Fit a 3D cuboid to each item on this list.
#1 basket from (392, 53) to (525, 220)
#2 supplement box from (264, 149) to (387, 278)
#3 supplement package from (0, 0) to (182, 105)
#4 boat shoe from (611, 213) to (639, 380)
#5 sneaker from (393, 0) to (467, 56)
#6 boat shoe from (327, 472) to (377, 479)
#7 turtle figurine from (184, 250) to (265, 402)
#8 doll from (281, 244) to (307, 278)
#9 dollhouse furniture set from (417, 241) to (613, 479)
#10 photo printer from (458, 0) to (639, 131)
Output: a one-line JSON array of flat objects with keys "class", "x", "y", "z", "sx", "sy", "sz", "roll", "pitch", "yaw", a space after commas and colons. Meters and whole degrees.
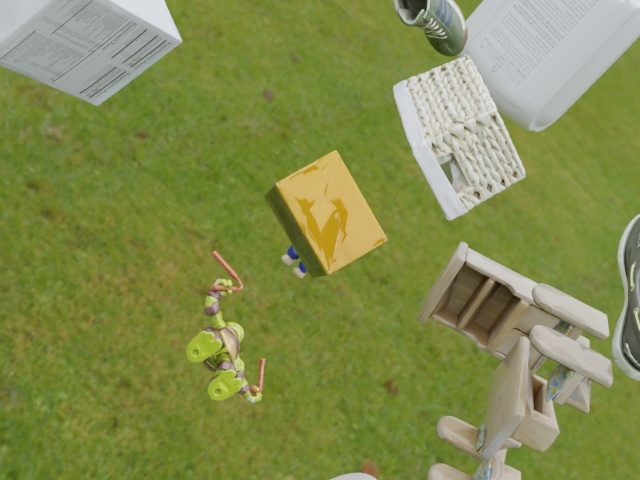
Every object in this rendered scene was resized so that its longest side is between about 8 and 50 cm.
[{"class": "basket", "x": 0.159, "y": -0.124, "z": 1.099, "sx": 0.113, "sy": 0.103, "sz": 0.167, "roll": 57, "pitch": 15, "yaw": -32}, {"class": "supplement box", "x": 0.005, "y": -0.044, "z": 1.787, "sx": 0.191, "sy": 0.129, "sz": 0.194, "roll": 60, "pitch": -11, "yaw": -1}, {"class": "supplement package", "x": -0.396, "y": -0.373, "z": 1.494, "sx": 0.263, "sy": 0.198, "sz": 0.199, "roll": 18, "pitch": 43, "yaw": -62}, {"class": "boat shoe", "x": 0.523, "y": 0.069, "z": 1.477, "sx": 0.109, "sy": 0.091, "sz": 0.305, "roll": 22, "pitch": 57, "yaw": -6}, {"class": "sneaker", "x": 0.132, "y": -0.302, "z": 1.248, "sx": 0.086, "sy": 0.064, "sz": 0.192, "roll": -61, "pitch": 139, "yaw": -31}, {"class": "boat shoe", "x": -0.021, "y": 0.475, "z": 1.270, "sx": 0.127, "sy": 0.340, "sz": 0.158, "roll": 15, "pitch": -44, "yaw": 46}, {"class": "turtle figurine", "x": -0.164, "y": 0.162, "z": 1.548, "sx": 0.217, "sy": 0.087, "sz": 0.269, "roll": -64, "pitch": 141, "yaw": -79}, {"class": "doll", "x": 0.000, "y": 0.000, "z": 2.035, "sx": 0.129, "sy": 0.189, "sz": 0.046, "roll": 48, "pitch": 32, "yaw": 10}, {"class": "dollhouse furniture set", "x": 0.308, "y": 0.212, "z": 1.719, "sx": 0.256, "sy": 0.362, "sz": 0.394, "roll": 27, "pitch": 32, "yaw": -1}, {"class": "photo printer", "x": 0.395, "y": -0.364, "z": 1.679, "sx": 0.107, "sy": 0.307, "sz": 0.256, "roll": 2, "pitch": 46, "yaw": -52}]
